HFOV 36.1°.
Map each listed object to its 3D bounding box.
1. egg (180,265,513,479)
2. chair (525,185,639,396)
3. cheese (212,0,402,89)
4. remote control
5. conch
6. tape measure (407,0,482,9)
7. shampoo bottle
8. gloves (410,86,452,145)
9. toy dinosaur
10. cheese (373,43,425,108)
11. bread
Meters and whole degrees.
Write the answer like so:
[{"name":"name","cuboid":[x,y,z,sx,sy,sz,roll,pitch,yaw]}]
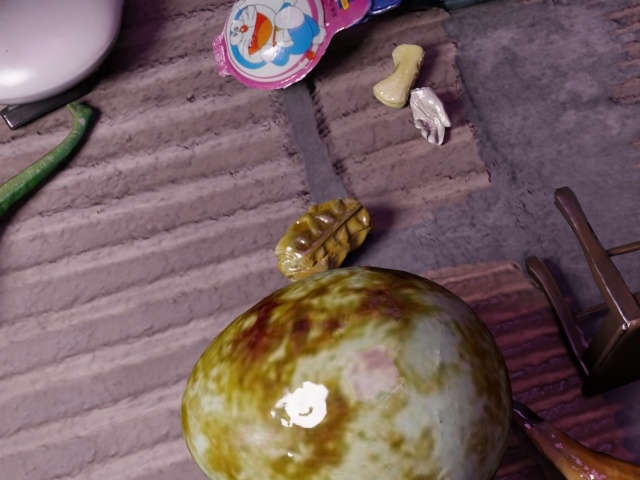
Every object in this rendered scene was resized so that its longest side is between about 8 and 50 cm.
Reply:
[{"name":"egg","cuboid":[0.020,0.142,0.846,0.289,0.238,0.238,-6,59,22]},{"name":"chair","cuboid":[0.341,0.095,0.902,0.186,0.160,0.319,-15,61,-12]},{"name":"cheese","cuboid":[-0.021,-0.257,1.128,0.244,0.062,0.155,-19,70,22]},{"name":"remote control","cuboid":[-0.338,-0.290,1.165,0.221,0.103,0.332,-7,53,8]},{"name":"conch","cuboid":[0.261,0.224,0.869,0.080,0.086,0.233,-33,66,-15]},{"name":"tape measure","cuboid":[0.149,-0.415,1.170,0.256,0.147,0.275,14,86,17]},{"name":"shampoo bottle","cuboid":[-0.310,-0.175,1.153,0.137,0.027,0.048,-35,56,-15]},{"name":"gloves","cuboid":[0.124,-0.146,1.108,0.044,0.037,0.081,-15,73,36]},{"name":"toy dinosaur","cuboid":[-0.356,0.052,1.018,0.300,0.087,0.447,-6,65,-21]},{"name":"cheese","cuboid":[0.091,-0.192,1.140,0.044,0.030,0.083,20,70,7]},{"name":"bread","cuboid":[0.000,0.000,1.025,0.110,0.060,0.066,-43,97,-18]}]
